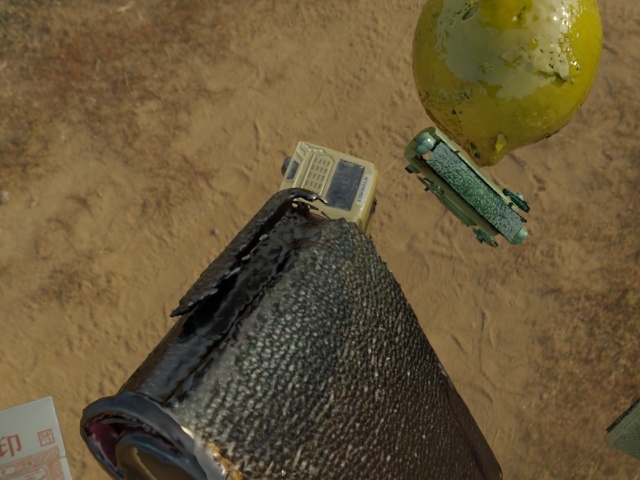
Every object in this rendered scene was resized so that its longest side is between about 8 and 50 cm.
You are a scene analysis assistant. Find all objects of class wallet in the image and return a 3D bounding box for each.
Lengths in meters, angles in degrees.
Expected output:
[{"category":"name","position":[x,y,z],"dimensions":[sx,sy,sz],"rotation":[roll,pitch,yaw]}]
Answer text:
[{"category":"wallet","position":[0.018,0.118,0.429],"dimensions":[0.071,0.262,0.221],"rotation":[-28,15,28]}]

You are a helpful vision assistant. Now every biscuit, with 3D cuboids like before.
[{"category":"biscuit","position":[0.473,0.225,0.995],"dimensions":[0.121,0.199,0.040],"rotation":[23,39,-3]}]

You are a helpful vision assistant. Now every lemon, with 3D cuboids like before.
[{"category":"lemon","position":[0.167,-0.169,0.712],"dimensions":[0.174,0.173,0.206],"rotation":[7,82,10]}]

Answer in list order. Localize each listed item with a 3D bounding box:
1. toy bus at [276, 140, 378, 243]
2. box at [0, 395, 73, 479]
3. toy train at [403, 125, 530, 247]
[{"category":"toy bus","position":[0.000,0.000,1.465],"dimensions":[0.202,0.365,0.177],"rotation":[14,56,8]},{"category":"box","position":[-0.451,0.433,1.134],"dimensions":[0.205,0.051,0.365],"rotation":[-13,80,-31]},{"category":"toy train","position":[0.279,-0.101,1.543],"dimensions":[0.307,0.189,0.126],"rotation":[40,86,-18]}]
